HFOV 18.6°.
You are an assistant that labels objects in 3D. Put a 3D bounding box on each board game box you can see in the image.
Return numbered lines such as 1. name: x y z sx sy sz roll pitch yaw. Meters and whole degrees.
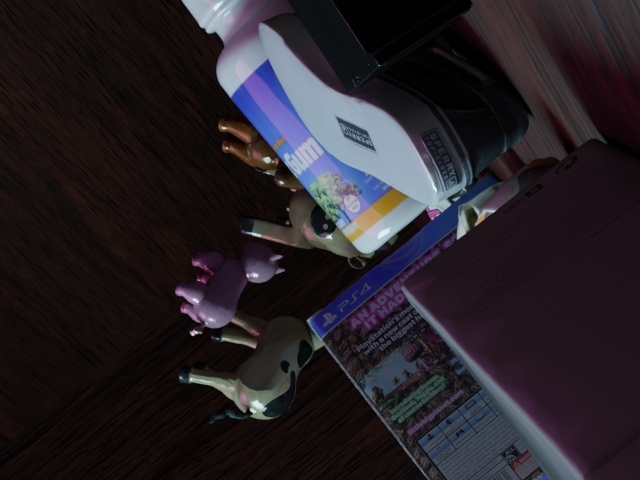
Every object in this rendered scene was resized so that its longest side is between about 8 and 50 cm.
1. board game box: 0.173 0.125 1.852 0.291 0.232 0.141 52 -179 36

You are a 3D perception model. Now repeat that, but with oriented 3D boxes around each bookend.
1. bookend: 0.015 -0.187 1.289 0.157 0.072 0.156 56 174 -1

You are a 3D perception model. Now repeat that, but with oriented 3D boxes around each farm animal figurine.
1. farm animal figurine: 0.000 0.000 1.985 0.172 0.330 0.327 16 -157 18

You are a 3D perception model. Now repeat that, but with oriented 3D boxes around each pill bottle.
1. pill bottle: 0.008 -0.136 1.661 0.272 0.152 0.152 50 180 2

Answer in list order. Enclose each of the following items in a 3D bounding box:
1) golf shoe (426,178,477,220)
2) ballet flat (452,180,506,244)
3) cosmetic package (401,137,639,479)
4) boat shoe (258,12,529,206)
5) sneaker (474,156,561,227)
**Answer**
1. golf shoe: 0.141 -0.044 2.106 0.086 0.067 0.186 52 179 -39
2. ballet flat: 0.170 0.003 1.594 0.096 0.095 0.280 61 166 -20
3. cosmetic package: 0.192 0.095 0.991 0.217 0.156 0.385 52 -179 -12
4. boat shoe: 0.051 -0.118 1.451 0.301 0.102 0.108 35 153 60
5. sneaker: 0.181 0.015 1.346 0.215 0.084 0.083 36 -171 -49
